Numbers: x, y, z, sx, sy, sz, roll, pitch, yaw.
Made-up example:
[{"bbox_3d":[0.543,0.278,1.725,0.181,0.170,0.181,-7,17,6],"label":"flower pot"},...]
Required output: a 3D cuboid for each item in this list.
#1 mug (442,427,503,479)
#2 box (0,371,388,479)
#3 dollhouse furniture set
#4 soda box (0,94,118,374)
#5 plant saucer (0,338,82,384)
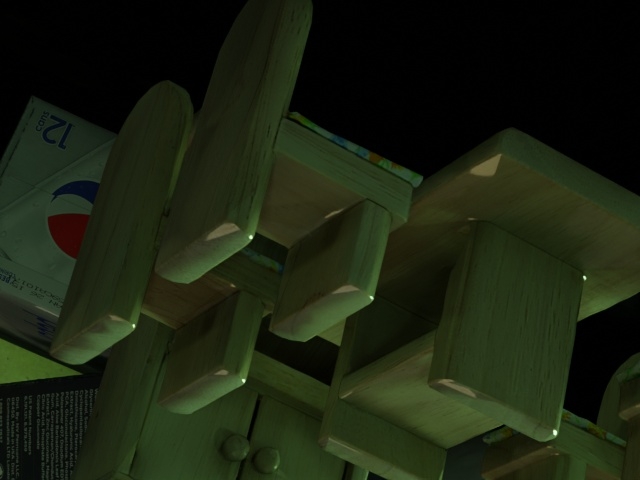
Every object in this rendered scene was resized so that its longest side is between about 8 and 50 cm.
[{"bbox_3d":[0.173,0.254,1.091,0.328,0.276,0.374,13,168,46],"label":"mug"},{"bbox_3d":[-0.064,0.116,1.009,0.156,0.093,0.158,7,167,-44],"label":"box"},{"bbox_3d":[0.024,0.010,0.665,0.212,0.161,0.242,27,148,-21],"label":"dollhouse furniture set"},{"bbox_3d":[-0.124,0.011,1.013,0.098,0.091,0.286,24,170,-4],"label":"soda box"},{"bbox_3d":[-0.187,0.132,1.209,0.333,0.081,0.333,51,-176,-7],"label":"plant saucer"}]
